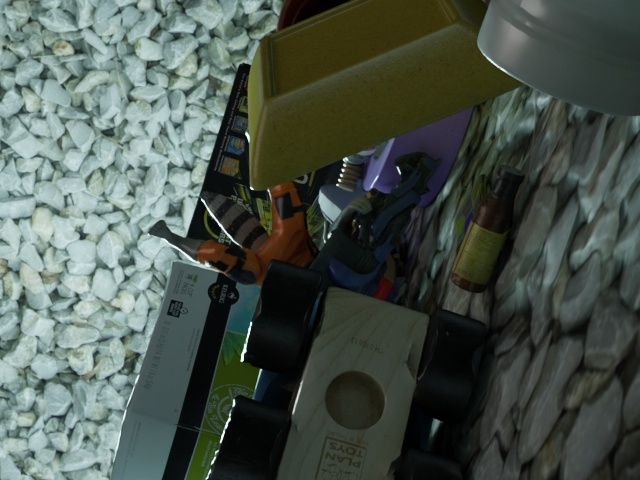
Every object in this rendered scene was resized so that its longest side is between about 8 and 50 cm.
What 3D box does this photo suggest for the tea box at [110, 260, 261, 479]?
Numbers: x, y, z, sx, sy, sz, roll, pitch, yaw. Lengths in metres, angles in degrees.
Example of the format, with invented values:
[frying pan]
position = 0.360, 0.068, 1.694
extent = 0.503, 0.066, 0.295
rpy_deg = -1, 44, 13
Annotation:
[tea box]
position = -0.143, 0.253, 1.846
extent = 0.329, 0.323, 0.220
rpy_deg = -81, 9, -45

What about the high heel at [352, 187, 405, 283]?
[high heel]
position = 0.063, 0.075, 1.509
extent = 0.186, 0.093, 0.261
rpy_deg = -74, -12, -65

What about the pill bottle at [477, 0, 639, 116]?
[pill bottle]
position = 0.212, -0.232, 0.714
extent = 0.162, 0.162, 0.279
rpy_deg = -85, 13, -62

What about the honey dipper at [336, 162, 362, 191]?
[honey dipper]
position = 0.062, -0.152, 1.658
extent = 0.030, 0.030, 0.161
rpy_deg = 154, 135, -82

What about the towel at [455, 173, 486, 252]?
[towel]
position = 0.171, -0.031, 1.265
extent = 0.060, 0.009, 0.083
rpy_deg = -81, 10, -48

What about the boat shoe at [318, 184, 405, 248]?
[boat shoe]
position = 0.059, -0.003, 1.745
extent = 0.306, 0.113, 0.105
rpy_deg = -126, 45, -63

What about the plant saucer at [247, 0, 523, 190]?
[plant saucer]
position = 0.052, -0.214, 1.317
extent = 0.333, 0.332, 0.081
rpy_deg = -99, -15, -62

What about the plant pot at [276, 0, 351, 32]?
[plant pot]
position = 0.061, -0.346, 2.041
extent = 0.265, 0.272, 0.273
rpy_deg = 71, -145, -87

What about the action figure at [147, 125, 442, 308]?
[action figure]
position = 0.000, 0.000, 1.438
extent = 0.341, 0.330, 0.178
rpy_deg = -47, -1, -23

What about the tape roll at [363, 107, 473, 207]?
[tape roll]
position = 0.143, -0.189, 1.568
extent = 0.275, 0.090, 0.275
rpy_deg = -163, 90, -84

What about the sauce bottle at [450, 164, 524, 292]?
[sauce bottle]
position = 0.167, -0.011, 1.099
extent = 0.042, 0.042, 0.128
rpy_deg = -88, 17, -68

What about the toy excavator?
[toy excavator]
position = -0.012, 0.297, 1.153
extent = 0.445, 0.222, 0.433
rpy_deg = 106, 180, -63

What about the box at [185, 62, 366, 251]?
[box]
position = -0.066, -0.118, 2.186
extent = 0.097, 0.318, 0.395
rpy_deg = 127, 160, -71

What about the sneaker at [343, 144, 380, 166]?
[sneaker]
position = 0.057, -0.174, 1.586
extent = 0.075, 0.063, 0.170
rpy_deg = 124, 158, -50
